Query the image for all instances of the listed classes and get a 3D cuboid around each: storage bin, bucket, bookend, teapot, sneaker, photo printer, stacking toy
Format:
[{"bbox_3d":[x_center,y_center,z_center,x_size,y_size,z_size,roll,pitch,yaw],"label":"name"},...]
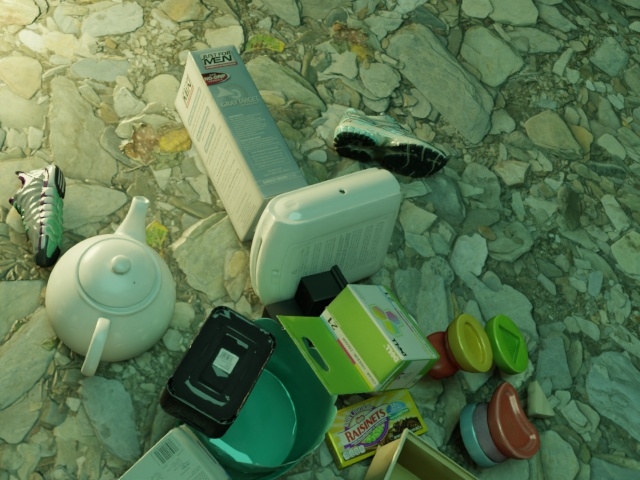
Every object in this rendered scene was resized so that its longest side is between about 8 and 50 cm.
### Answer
[{"bbox_3d":[-0.165,0.213,1.334,0.122,0.084,0.180,30,56,-1],"label":"storage bin"},{"bbox_3d":[-0.126,0.294,1.464,0.281,0.183,0.281,10,58,-16],"label":"bucket"},{"bbox_3d":[-0.036,0.137,1.601,0.156,0.157,0.072,-12,53,-28],"label":"bookend"},{"bbox_3d":[-0.373,0.089,1.484,0.252,0.187,0.256,-27,74,-31],"label":"teapot"},{"bbox_3d":[0.173,-0.246,1.949,0.283,0.110,0.122,17,53,-12],"label":"sneaker"},{"bbox_3d":[0.000,0.000,1.649,0.307,0.256,0.107,-19,50,-29],"label":"photo printer"},{"bbox_3d":[0.339,0.303,1.705,0.279,0.130,0.309,-9,75,-55],"label":"stacking toy"},{"bbox_3d":[0.179,0.530,1.470,0.260,0.123,0.262,36,54,-7],"label":"storage bin"},{"bbox_3d":[-0.548,-0.042,1.573,0.098,0.083,0.224,-5,57,-1],"label":"sneaker"}]

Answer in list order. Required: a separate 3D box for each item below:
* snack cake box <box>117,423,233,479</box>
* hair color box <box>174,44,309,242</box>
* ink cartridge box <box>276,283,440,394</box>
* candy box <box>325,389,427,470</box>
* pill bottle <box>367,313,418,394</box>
[{"bbox_3d":[-0.272,0.439,1.299,0.264,0.089,0.152,-42,82,0],"label":"snack cake box"},{"bbox_3d":[-0.175,-0.206,1.736,0.113,0.185,0.374,-18,69,-29],"label":"hair color box"},{"bbox_3d":[0.072,0.176,1.485,0.255,0.097,0.189,8,39,-53],"label":"ink cartridge box"},{"bbox_3d":[0.103,0.363,1.610,0.206,0.027,0.105,-16,66,-29],"label":"candy box"},{"bbox_3d":[0.129,0.222,1.662,0.094,0.094,0.169,39,55,3],"label":"pill bottle"}]
